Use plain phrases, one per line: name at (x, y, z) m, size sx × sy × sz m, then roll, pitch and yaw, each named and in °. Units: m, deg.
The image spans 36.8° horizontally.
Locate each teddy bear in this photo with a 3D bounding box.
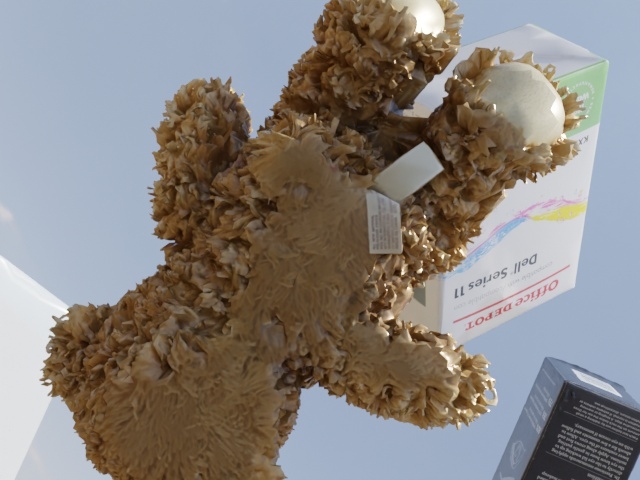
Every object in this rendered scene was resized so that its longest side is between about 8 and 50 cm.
teddy bear at (0.000, 0.000, 0.551) m, size 0.245 × 0.338 × 0.113 m, roll 22°, pitch -6°, yaw -5°

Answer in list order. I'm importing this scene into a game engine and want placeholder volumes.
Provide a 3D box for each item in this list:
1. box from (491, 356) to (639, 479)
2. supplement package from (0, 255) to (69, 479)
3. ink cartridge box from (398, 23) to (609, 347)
box at (0.279, 0.257, 1.110) m, size 0.108 × 0.207 × 0.153 m, roll 22°, pitch 6°, yaw 3°
supplement package at (-0.305, 0.097, 0.638) m, size 0.149 × 0.203 × 0.194 m, roll -16°, pitch -47°, yaw 37°
ink cartridge box at (0.171, -0.022, 1.014) m, size 0.119 × 0.207 × 0.353 m, roll 42°, pitch -35°, yaw 43°
